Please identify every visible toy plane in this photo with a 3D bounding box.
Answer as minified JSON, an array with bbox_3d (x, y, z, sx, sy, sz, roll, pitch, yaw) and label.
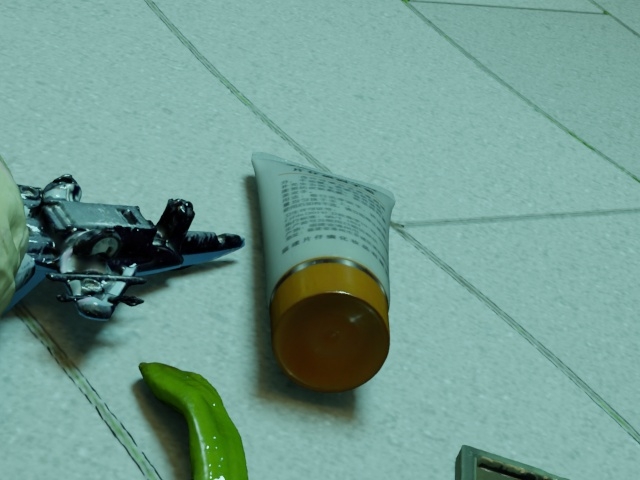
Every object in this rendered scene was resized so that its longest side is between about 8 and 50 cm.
[{"bbox_3d":[-0.151,-0.001,0.911,0.246,0.078,0.169,-8,40,-38],"label":"toy plane"}]

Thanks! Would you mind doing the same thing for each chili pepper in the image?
[{"bbox_3d":[-0.075,0.139,0.770,0.052,0.050,0.201,45,14,-34],"label":"chili pepper"}]

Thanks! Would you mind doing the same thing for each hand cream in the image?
[{"bbox_3d":[0.000,0.000,0.991,0.140,0.089,0.314,17,27,-6],"label":"hand cream"}]

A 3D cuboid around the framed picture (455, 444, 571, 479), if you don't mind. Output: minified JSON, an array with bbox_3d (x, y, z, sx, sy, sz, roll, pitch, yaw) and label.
[{"bbox_3d":[0.220,0.243,0.795,0.281,0.019,0.209,18,31,-2],"label":"framed picture"}]

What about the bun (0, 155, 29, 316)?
[{"bbox_3d":[-0.263,0.016,0.754,0.128,0.193,0.178,27,46,-40],"label":"bun"}]
